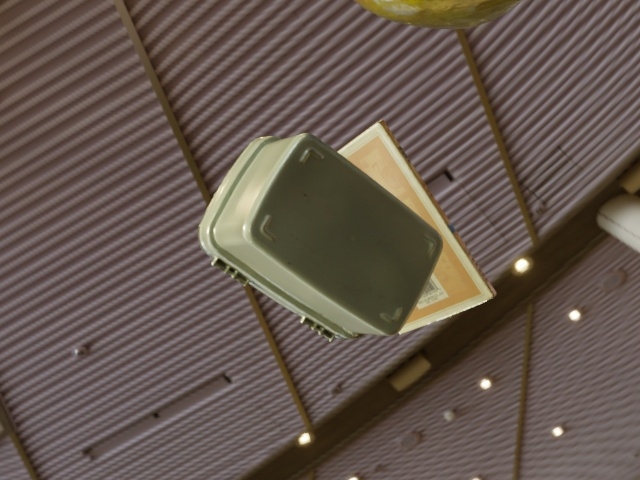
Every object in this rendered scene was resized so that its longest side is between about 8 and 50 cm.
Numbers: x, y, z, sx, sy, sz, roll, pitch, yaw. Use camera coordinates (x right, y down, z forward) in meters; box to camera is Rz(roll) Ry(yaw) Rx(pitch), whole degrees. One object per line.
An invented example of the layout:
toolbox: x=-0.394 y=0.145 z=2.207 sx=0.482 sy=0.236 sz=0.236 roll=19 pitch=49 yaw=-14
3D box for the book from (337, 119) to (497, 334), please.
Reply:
book: x=0.087 y=-0.008 z=0.927 sx=0.018 sy=0.241 sz=0.170 roll=-35 pitch=3 yaw=-42

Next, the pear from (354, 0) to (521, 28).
pear: x=0.134 y=-0.367 z=0.866 sx=0.321 sy=0.269 sz=0.269 roll=13 pitch=-52 yaw=8

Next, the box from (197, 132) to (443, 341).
box: x=0.000 y=0.000 z=0.735 sx=0.210 sy=0.129 sz=0.148 roll=36 pitch=-107 yaw=-22
